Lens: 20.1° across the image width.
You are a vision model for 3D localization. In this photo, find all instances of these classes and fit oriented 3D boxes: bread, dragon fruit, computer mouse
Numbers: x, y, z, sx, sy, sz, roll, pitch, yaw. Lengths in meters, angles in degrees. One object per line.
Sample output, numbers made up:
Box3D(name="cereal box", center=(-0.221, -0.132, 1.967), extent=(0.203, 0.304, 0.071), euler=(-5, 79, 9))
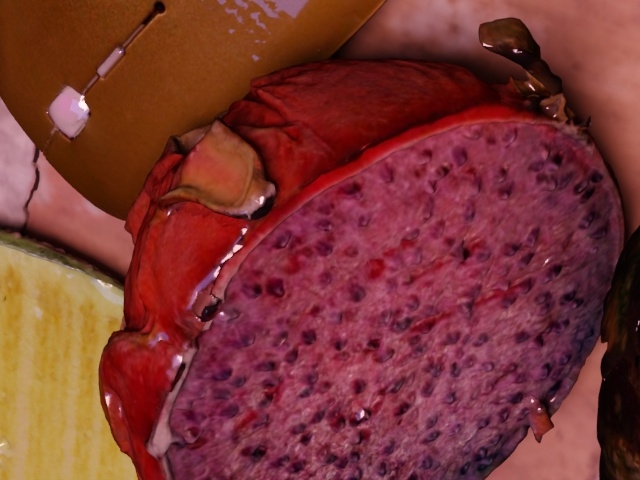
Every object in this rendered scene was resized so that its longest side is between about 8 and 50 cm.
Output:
Box3D(name="bread", center=(-0.149, 0.125, 0.914), extent=(0.301, 0.045, 0.301), euler=(10, 117, 21))
Box3D(name="dragon fruit", center=(-0.002, 0.004, 0.729), extent=(0.148, 0.218, 0.223), euler=(49, 167, 43))
Box3D(name="computer mouse", center=(-0.056, -0.104, 0.770), extent=(0.245, 0.056, 0.126), euler=(-40, 90, 34))

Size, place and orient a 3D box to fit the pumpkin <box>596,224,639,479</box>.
Box3D(name="pumpkin", center=(0.242, 0.097, 0.617), extent=(0.320, 0.192, 0.320), euler=(12, 114, 30))
